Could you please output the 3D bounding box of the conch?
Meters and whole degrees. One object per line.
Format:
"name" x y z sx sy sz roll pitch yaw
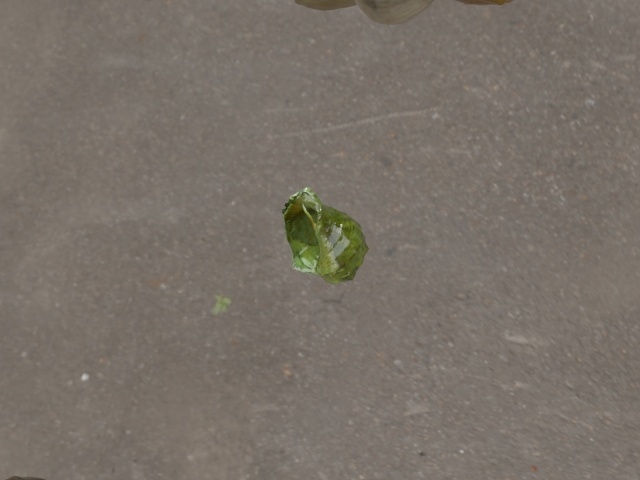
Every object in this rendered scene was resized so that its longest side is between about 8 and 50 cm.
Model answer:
"conch" 0.000 0.000 0.892 0.089 0.121 0.074 -26 24 20

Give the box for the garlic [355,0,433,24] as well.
"garlic" 0.118 -0.390 1.013 0.212 0.218 0.218 -17 62 15

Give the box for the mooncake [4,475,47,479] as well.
"mooncake" -0.125 0.157 0.191 0.228 0.228 0.124 -39 78 14

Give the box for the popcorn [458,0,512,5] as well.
"popcorn" 0.194 -0.328 0.716 0.332 0.265 0.225 -2 107 37

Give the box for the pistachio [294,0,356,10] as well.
"pistachio" 0.047 -0.433 1.309 0.226 0.136 0.135 -13 64 35
